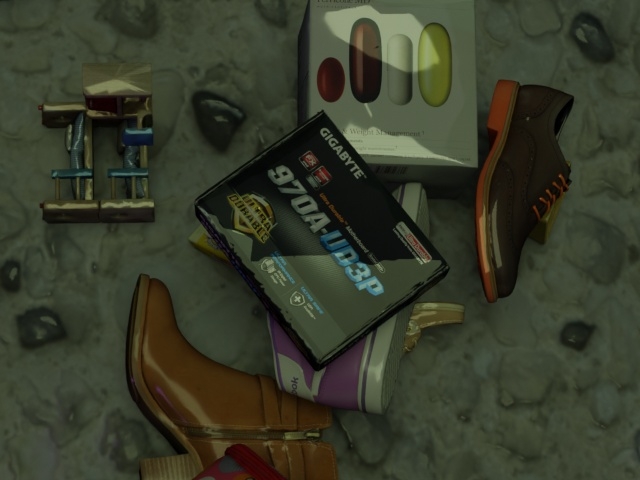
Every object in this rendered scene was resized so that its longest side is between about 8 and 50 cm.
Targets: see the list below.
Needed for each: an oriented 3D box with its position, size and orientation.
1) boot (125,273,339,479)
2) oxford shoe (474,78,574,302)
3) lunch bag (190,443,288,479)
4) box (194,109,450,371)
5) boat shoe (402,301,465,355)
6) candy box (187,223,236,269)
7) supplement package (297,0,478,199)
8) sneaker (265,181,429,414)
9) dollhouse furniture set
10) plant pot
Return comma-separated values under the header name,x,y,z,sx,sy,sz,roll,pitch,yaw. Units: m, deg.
name,x,y,z,sx,sy,sz,roll,pitch,yaw
boot,-0.098,0.166,1.656,0.220,0.109,0.283,-6,72,-11
oxford shoe,0.228,-0.058,1.676,0.098,0.097,0.271,5,69,13
lunch bag,-0.015,0.356,1.501,0.120,0.258,0.293,-38,111,-13
box,0.000,0.000,1.580,0.175,0.051,0.220,-35,78,-12
boat shoe,0.084,0.106,1.717,0.170,0.063,0.059,-8,79,2
candy box,-0.050,-0.002,1.680,0.206,0.027,0.105,26,71,44
supplement package,0.074,-0.164,1.736,0.194,0.149,0.203,1,77,-6
sneaker,0.025,0.047,1.660,0.161,0.102,0.282,8,58,17
dollhouse furniture set,-0.250,-0.104,1.667,0.129,0.183,0.129,-2,76,-7
plant pot,0.239,-0.056,1.765,0.083,0.081,0.081,20,74,13
